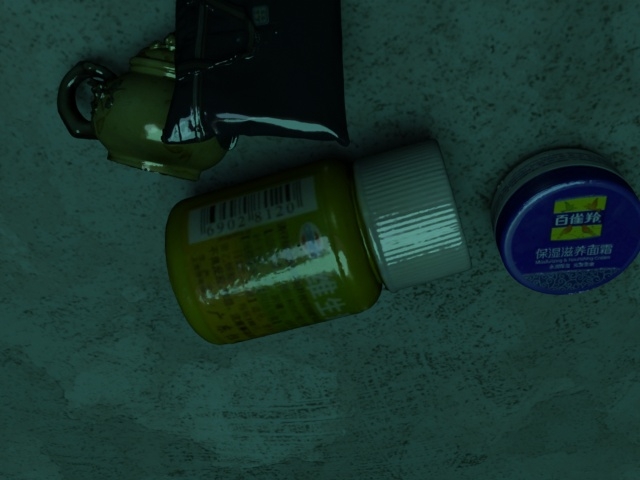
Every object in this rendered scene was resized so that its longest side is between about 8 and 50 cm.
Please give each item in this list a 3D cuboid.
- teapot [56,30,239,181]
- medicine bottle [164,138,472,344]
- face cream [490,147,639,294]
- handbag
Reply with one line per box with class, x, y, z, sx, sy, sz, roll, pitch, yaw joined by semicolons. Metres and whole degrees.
teapot;-0.207;-0.179;0.892;0.269;0.173;0.183;15;95;8
medicine bottle;0.000;0.000;0.976;0.384;0.224;0.224;-16;126;10
face cream;0.357;-0.030;1.027;0.205;0.111;0.206;0;126;-1
handbag;-0.074;-0.225;0.810;0.210;0.254;0.089;-1;164;0
